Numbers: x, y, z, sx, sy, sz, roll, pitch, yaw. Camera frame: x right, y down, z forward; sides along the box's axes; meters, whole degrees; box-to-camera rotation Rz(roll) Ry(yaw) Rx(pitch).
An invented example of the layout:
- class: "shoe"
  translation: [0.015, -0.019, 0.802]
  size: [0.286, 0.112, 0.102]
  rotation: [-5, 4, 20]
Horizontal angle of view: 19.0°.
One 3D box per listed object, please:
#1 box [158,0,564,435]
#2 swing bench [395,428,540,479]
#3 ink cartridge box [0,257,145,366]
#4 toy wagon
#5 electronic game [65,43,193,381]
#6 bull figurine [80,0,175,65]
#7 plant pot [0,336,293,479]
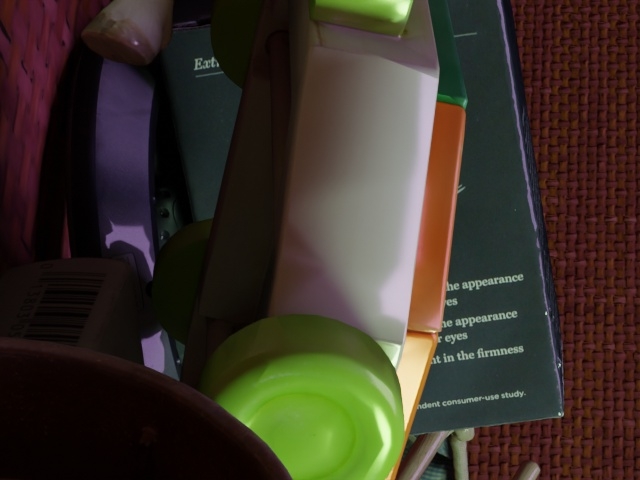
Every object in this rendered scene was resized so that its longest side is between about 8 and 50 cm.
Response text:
- class: "box"
  translation: [0.024, -0.021, 0.873]
  size: [0.108, 0.153, 0.207]
  rotation: [-70, 152, -72]
- class: "swing bench"
  translation: [0.080, 0.206, 1.558]
  size: [0.253, 0.165, 0.254]
  rotation: [82, 17, -46]
- class: "ink cartridge box"
  translation: [-0.100, 0.152, 0.712]
  size: [0.189, 0.066, 0.232]
  rotation: [-77, 161, -55]
- class: "toy wagon"
  translation: [-0.008, 0.001, 0.616]
  size: [0.267, 0.068, 0.344]
  rotation: [-94, -163, -58]
- class: "electronic game"
  translation: [-0.074, 0.010, 0.877]
  size: [0.229, 0.048, 0.229]
  rotation: [-8, 90, -81]
- class: "bull figurine"
  translation: [-0.091, -0.184, 0.484]
  size: [0.310, 0.101, 0.188]
  rotation: [42, 64, -57]
- class: "plant pot"
  translation: [-0.091, 0.136, 0.471]
  size: [0.167, 0.167, 0.165]
  rotation: [-75, 171, -59]
